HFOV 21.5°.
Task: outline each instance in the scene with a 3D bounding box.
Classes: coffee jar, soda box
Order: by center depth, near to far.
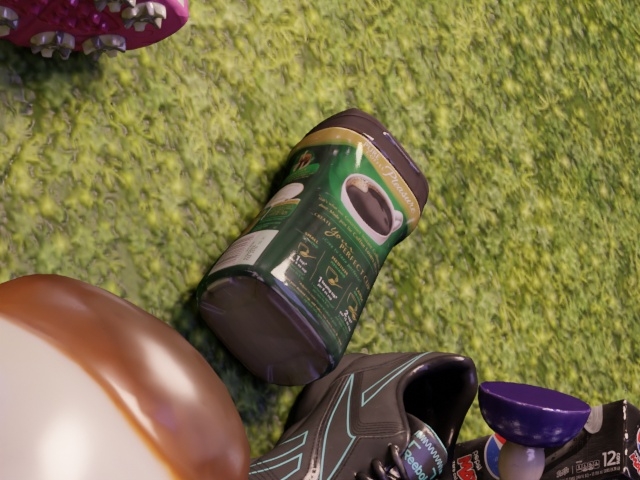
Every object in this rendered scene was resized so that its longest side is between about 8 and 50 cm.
[{"bbox_3d":[0.000,0.000,1.082,0.096,0.079,0.184,50,45,-18],"label":"coffee jar"},{"bbox_3d":[0.146,0.156,1.113,0.060,0.169,0.053,33,50,-36],"label":"soda box"}]

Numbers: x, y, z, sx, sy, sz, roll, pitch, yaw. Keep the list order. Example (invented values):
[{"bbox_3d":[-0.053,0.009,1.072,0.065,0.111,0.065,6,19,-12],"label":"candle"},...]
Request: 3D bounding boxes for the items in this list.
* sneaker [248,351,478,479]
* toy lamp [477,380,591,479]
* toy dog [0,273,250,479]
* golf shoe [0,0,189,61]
[{"bbox_3d":[0.011,0.149,1.008,0.101,0.106,0.267,56,40,-21],"label":"sneaker"},{"bbox_3d":[0.110,0.229,1.048,0.080,0.080,0.275,4,101,-47],"label":"toy lamp"},{"bbox_3d":[-0.211,0.143,0.536,0.395,0.408,0.284,48,45,-23],"label":"toy dog"},{"bbox_3d":[-0.193,-0.198,0.924,0.306,0.115,0.140,21,57,-43],"label":"golf shoe"}]
